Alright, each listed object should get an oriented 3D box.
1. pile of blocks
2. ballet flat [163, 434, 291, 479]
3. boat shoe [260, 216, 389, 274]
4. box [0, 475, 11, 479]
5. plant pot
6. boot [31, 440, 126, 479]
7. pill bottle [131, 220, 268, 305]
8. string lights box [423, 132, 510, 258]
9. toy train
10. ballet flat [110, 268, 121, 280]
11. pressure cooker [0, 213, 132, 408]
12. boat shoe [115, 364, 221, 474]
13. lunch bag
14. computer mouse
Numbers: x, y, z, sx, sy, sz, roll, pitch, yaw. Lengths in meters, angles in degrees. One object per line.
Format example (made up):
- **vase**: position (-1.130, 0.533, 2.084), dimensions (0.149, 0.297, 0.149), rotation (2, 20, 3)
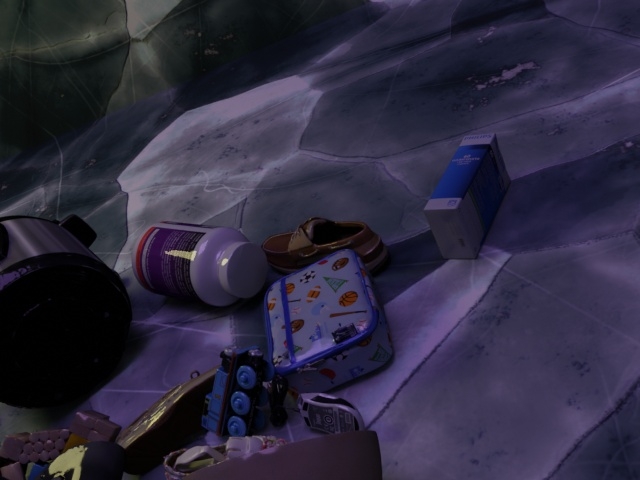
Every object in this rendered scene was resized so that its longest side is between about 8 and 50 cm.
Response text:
- **pile of blocks**: position (-0.558, 0.439, 1.486), dimensions (0.362, 0.148, 0.112), rotation (-15, -10, 2)
- **ballet flat**: position (-0.165, 0.379, 1.285), dimensions (0.241, 0.077, 0.091), rotation (-19, 32, 12)
- **boat shoe**: position (0.000, 0.000, 1.663), dimensions (0.324, 0.120, 0.122), rotation (0, 41, 36)
- **box**: position (-0.617, 0.563, 1.225), dimensions (0.307, 0.076, 0.242), rotation (-45, 22, 29)
- **plant pot**: position (-0.034, 0.394, 1.034), dimensions (0.284, 0.284, 0.190), rotation (-20, 69, 11)
- **boot**: position (-0.368, 0.497, 1.160), dimensions (0.367, 0.146, 0.445), rotation (-23, 23, 13)
- **pill bottle**: position (-0.279, 0.053, 1.733), dimensions (0.323, 0.181, 0.181), rotation (6, 45, 41)
- **string lights box**: position (0.312, -0.096, 1.560), dimensions (0.077, 0.133, 0.259), rotation (-1, 40, 36)
- **toy train**: position (-0.150, 0.273, 1.344), dimensions (0.105, 0.184, 0.080), rotation (20, 16, 31)
- **ballet flat**: position (-0.597, 0.146, 1.947), dimensions (0.070, 0.070, 0.188), rotation (16, 55, 48)
- **pressure cooker**: position (-0.670, 0.143, 1.706), dimensions (0.370, 0.375, 0.420), rotation (-8, 23, -35)
- **boat shoe**: position (-0.269, 0.320, 1.419), dimensions (0.285, 0.104, 0.089), rotation (-35, 32, -9)
- **lunch bag**: position (0.002, 0.161, 1.445), dimensions (0.243, 0.115, 0.303), rotation (-24, 31, 9)
- **computer mouse**: position (-0.005, 0.294, 1.295), dimensions (0.193, 0.106, 0.042), rotation (9, 26, 27)
